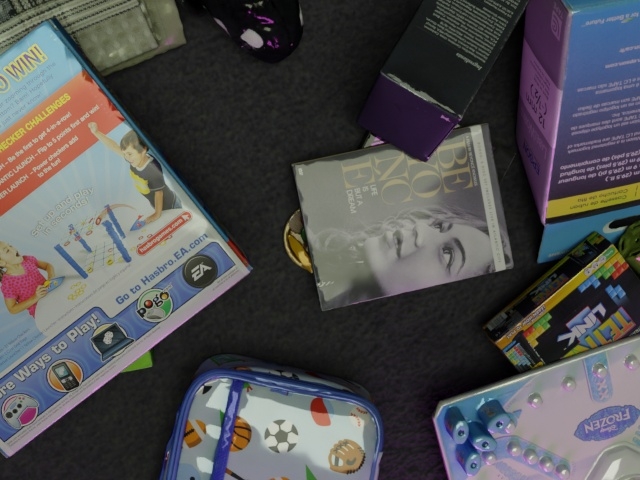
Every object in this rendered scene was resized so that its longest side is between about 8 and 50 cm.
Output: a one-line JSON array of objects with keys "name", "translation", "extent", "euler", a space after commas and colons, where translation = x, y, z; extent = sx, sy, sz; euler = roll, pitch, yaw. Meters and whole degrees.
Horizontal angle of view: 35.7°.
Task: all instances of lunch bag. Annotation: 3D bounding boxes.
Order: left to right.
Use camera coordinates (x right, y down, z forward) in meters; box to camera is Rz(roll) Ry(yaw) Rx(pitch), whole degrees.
[{"name": "lunch bag", "translation": [-0.069, 0.286, 1.093], "extent": [0.243, 0.115, 0.303], "euler": [12, 95, -7]}]

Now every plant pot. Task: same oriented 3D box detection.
[{"name": "plant pot", "translation": [0.381, 0.016, 1.122], "extent": [0.079, 0.083, 0.083], "euler": [31, 93, -24]}]

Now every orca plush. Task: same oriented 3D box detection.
[{"name": "orca plush", "translation": [-0.075, -0.317, 0.986], "extent": [0.151, 0.102, 0.287], "euler": [-18, 105, -30]}]

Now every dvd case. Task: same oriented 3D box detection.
[{"name": "dvd case", "translation": [0.091, -0.026, 1.086], "extent": [0.221, 0.018, 0.165], "euler": [-12, 98, -7]}]

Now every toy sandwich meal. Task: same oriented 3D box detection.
[{"name": "toy sandwich meal", "translation": [0.000, 0.000, 1.101], "extent": [0.085, 0.029, 0.086], "euler": [-1, 98, -8]}]

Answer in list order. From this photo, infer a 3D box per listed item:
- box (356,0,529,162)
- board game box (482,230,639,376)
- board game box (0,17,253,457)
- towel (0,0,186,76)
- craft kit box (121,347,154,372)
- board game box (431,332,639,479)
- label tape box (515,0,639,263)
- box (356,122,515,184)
[{"name": "box", "translation": [0.121, -0.183, 1.005], "extent": [0.093, 0.156, 0.158], "euler": [30, 77, 0]}, {"name": "board game box", "translation": [0.292, 0.098, 1.129], "extent": [0.170, 0.048, 0.141], "euler": [-41, 111, 4]}, {"name": "board game box", "translation": [-0.280, -0.001, 0.964], "extent": [0.308, 0.086, 0.302], "euler": [-37, 106, 1]}, {"name": "towel", "translation": [-0.309, -0.264, 0.932], "extent": [0.324, 0.056, 0.312], "euler": [-26, 124, -12]}, {"name": "craft kit box", "translation": [-0.319, 0.035, 1.039], "extent": [0.249, 0.061, 0.247], "euler": [-11, 108, -6]}, {"name": "board game box", "translation": [0.358, 0.308, 1.143], "extent": [0.389, 0.050, 0.390], "euler": [-18, 105, -6]}, {"name": "label tape box", "translation": [0.344, -0.150, 1.067], "extent": [0.249, 0.115, 0.348], "euler": [-12, 138, -6]}, {"name": "box", "translation": [0.121, -0.082, 1.107], "extent": [0.162, 0.029, 0.116], "euler": [26, 94, -12]}]
